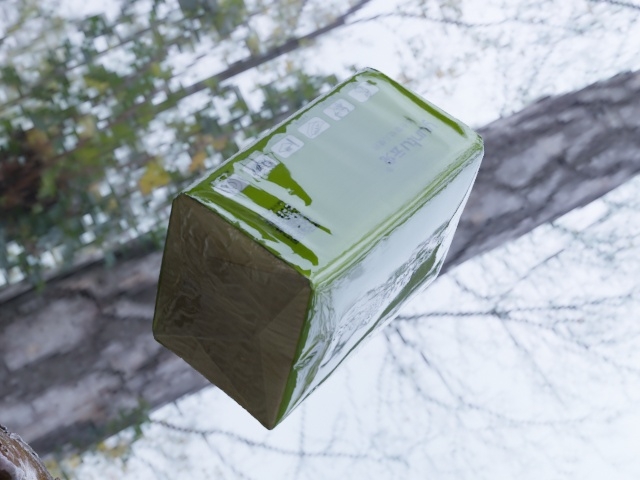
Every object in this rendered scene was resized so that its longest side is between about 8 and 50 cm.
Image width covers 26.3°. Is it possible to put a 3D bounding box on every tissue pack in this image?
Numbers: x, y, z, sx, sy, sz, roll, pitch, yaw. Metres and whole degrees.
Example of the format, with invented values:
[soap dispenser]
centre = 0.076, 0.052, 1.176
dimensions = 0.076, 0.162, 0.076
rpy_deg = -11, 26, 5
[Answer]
[tissue pack]
centre = 0.000, 0.000, 1.260
dimensions = 0.167, 0.274, 0.200
rpy_deg = 35, -44, 19

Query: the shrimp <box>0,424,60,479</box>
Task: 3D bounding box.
[shrimp]
centre = -0.163, 0.139, 0.664
dimensions = 0.154, 0.062, 0.294
rpy_deg = -87, 167, -52
